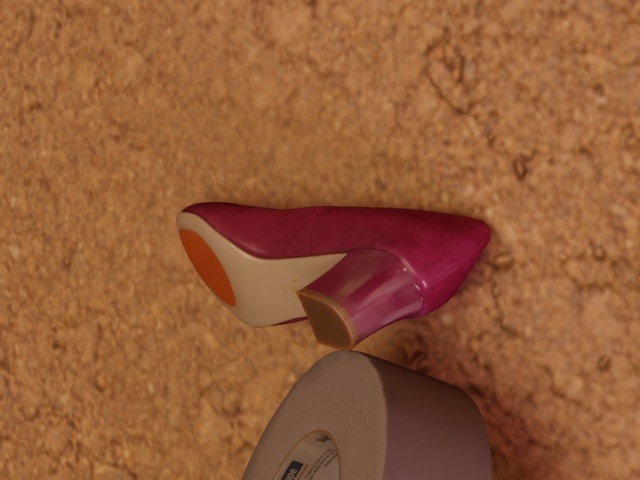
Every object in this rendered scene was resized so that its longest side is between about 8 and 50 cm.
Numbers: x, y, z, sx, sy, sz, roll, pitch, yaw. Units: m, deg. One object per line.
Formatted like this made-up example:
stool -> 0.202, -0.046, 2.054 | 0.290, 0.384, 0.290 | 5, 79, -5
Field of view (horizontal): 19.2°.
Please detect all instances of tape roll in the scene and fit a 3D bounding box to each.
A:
tape roll -> 0.014, 0.178, 1.126 | 0.219, 0.072, 0.219 | -52, 25, 37

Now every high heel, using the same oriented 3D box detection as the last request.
high heel -> 0.000, 0.000, 1.219 | 0.244, 0.117, 0.082 | 15, 132, 59
